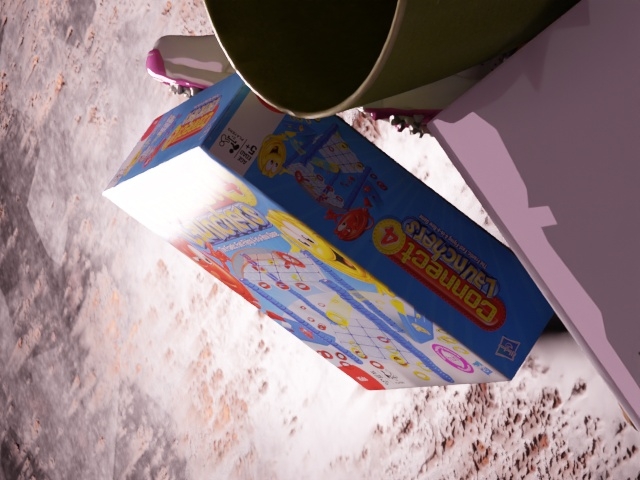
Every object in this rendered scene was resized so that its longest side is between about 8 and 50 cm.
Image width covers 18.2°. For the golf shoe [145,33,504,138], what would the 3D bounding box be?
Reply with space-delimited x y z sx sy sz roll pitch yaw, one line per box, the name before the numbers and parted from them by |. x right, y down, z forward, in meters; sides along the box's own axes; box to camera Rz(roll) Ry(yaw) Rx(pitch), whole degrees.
golf shoe | 0.008 -0.164 1.664 0.115 0.306 0.140 14 -98 -81

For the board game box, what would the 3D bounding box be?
board game box | 0.000 0.000 1.624 0.302 0.086 0.308 37 164 -12

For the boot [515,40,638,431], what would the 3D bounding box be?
boot | 0.210 -0.015 1.492 0.220 0.109 0.283 19 112 52

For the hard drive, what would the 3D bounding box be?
hard drive | 0.244 -0.014 1.359 0.210 0.040 0.318 -38 76 18

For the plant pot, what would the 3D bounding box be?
plant pot | 0.100 -0.242 1.432 0.275 0.294 0.274 23 118 53
